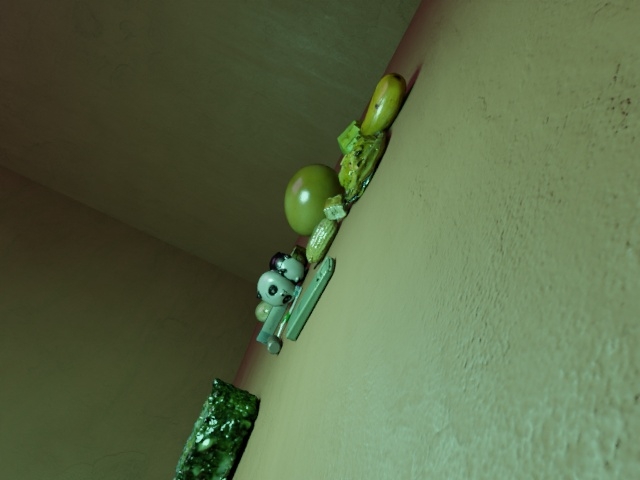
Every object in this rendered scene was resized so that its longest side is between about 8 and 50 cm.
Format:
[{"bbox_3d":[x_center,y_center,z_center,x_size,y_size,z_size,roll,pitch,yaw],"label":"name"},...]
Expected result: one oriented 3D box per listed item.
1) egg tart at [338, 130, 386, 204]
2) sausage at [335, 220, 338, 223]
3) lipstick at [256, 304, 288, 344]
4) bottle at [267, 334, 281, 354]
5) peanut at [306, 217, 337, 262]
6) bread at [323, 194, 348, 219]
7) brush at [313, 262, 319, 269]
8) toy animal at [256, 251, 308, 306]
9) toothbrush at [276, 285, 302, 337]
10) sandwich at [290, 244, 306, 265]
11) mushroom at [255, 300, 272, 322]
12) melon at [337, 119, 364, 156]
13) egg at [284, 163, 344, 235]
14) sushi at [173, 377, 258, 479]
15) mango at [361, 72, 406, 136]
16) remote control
[{"bbox_3d":[0.131,-0.268,1.483,0.291,0.107,0.291,-62,5,10],"label":"egg tart"},{"bbox_3d":[0.032,-0.035,1.679,0.131,0.041,0.039,122,150,-51],"label":"sausage"},{"bbox_3d":[-0.223,0.367,2.086,0.317,0.066,0.068,-63,5,11],"label":"lipstick"},{"bbox_3d":[-0.182,0.406,1.626,0.053,0.053,0.140,-65,5,-5],"label":"bottle"},{"bbox_3d":[0.000,0.000,1.595,0.194,0.083,0.093,-62,20,13],"label":"peanut"},{"bbox_3d":[0.060,-0.117,1.545,0.083,0.077,0.070,-13,40,20],"label":"bread"},{"bbox_3d":[-0.013,0.095,1.677,0.083,0.008,0.024,122,170,-51],"label":"brush"},{"bbox_3d":[-0.180,0.186,1.888,0.165,0.187,0.235,-6,51,54],"label":"toy animal"},{"bbox_3d":[-0.145,0.335,1.763,0.030,0.030,0.304,141,151,-77],"label":"toothbrush"},{"bbox_3d":[-0.159,0.171,2.229,0.271,0.099,0.301,-58,4,13],"label":"sandwich"},{"bbox_3d":[-0.266,0.370,2.206,0.166,0.127,0.166,-39,11,9],"label":"mushroom"},{"bbox_3d":[0.154,-0.396,1.754,0.196,0.124,0.323,-52,18,23],"label":"melon"},{"bbox_3d":[-0.031,-0.169,1.781,0.250,0.250,0.323,-78,9,-67],"label":"egg"},{"bbox_3d":[-0.353,0.674,1.390,0.294,0.178,0.352,173,121,-81],"label":"sushi"},{"bbox_3d":[0.232,-0.481,1.521,0.157,0.108,0.262,-84,13,-44],"label":"mango"},{"bbox_3d":[-0.029,0.184,1.331,0.285,0.038,0.123,-60,8,17],"label":"remote control"}]
